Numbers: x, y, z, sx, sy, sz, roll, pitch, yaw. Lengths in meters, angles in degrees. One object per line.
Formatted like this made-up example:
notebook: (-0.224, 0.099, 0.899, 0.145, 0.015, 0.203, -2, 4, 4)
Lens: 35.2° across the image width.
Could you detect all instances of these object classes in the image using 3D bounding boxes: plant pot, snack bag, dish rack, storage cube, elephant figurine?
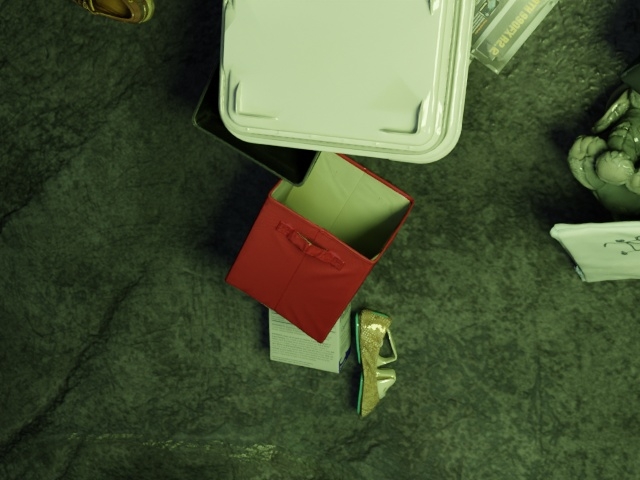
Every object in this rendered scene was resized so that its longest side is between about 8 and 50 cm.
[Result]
plant pot: (-0.042, -0.223, 1.459, 0.188, 0.167, 0.187, 32, 122, 5)
snack bag: (0.485, 0.022, 1.310, 0.343, 0.323, 0.037, -1, 78, 22)
dish rack: (0.021, -0.246, 1.295, 0.333, 0.072, 0.285, 8, 107, 12)
storage cube: (0.000, 0.000, 1.531, 0.184, 0.215, 0.193, 33, 128, 3)
elephant figurine: (0.439, -0.160, 1.322, 0.169, 0.239, 0.186, 30, 166, -24)

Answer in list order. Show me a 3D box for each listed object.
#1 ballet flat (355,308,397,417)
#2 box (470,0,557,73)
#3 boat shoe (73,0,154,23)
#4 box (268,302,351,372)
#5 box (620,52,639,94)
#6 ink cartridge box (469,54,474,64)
ballet flat: (0.093, 0.209, 1.679, 0.067, 0.073, 0.206, 1, 119, 5)
box: (0.229, -0.360, 1.295, 0.183, 0.056, 0.231, 35, 114, -8)
boat shoe: (-0.346, -0.383, 1.560, 0.178, 0.060, 0.064, 24, 121, 9)
box: (-0.017, 0.137, 1.681, 0.126, 0.072, 0.137, 9, 118, 17)
box: (0.564, -0.222, 1.142, 0.296, 0.183, 0.294, 37, 90, 1)
ink cartridge box: (0.195, -0.269, 1.424, 0.048, 0.028, 0.083, 34, 122, 3)
